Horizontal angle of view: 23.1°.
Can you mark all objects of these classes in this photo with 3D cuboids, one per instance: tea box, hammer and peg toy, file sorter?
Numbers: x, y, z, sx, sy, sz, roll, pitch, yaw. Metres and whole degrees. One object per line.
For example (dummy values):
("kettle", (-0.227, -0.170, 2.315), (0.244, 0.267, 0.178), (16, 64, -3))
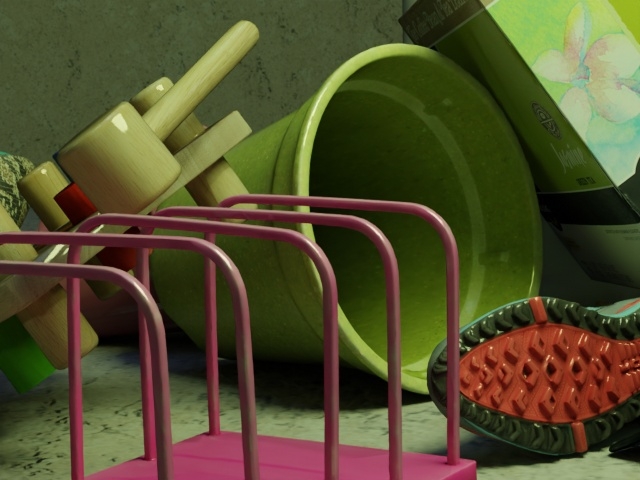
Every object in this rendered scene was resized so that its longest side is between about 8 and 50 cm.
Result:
("tea box", (0.259, -0.145, 1.332), (0.220, 0.323, 0.329), (-38, 4, -3))
("hammer and peg toy", (-0.160, -0.008, 1.128), (0.361, 0.127, 0.266), (-27, 11, 47))
("file sorter", (-0.072, 0.077, 0.864), (0.202, 0.182, 0.290), (2, 8, 34))

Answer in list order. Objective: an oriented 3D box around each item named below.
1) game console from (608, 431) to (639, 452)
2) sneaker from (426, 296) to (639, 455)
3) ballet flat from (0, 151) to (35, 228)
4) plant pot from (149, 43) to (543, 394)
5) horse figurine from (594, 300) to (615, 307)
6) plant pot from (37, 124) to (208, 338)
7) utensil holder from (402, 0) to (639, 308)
("game console", (0.269, 0.131, 1.000), (0.122, 0.071, 0.107), (-9, 39, -38))
("sneaker", (0.166, 0.097, 1.087), (0.261, 0.104, 0.125), (-3, -12, -36))
("ballet flat", (-0.449, 0.038, 1.523), (0.482, 0.164, 0.182), (-15, 49, -42))
("plant pot", (0.000, 0.000, 1.303), (0.276, 0.276, 0.254), (-10, -2, -45))
("horse figurine", (0.343, 0.057, 1.367), (0.174, 0.066, 0.263), (-12, 7, -21))
("plant pot", (-0.164, 0.010, 1.505), (0.180, 0.201, 0.201), (-18, 4, 10))
("utensil holder", (0.246, -0.135, 1.660), (0.327, 0.386, 0.327), (-2, 8, 0))
